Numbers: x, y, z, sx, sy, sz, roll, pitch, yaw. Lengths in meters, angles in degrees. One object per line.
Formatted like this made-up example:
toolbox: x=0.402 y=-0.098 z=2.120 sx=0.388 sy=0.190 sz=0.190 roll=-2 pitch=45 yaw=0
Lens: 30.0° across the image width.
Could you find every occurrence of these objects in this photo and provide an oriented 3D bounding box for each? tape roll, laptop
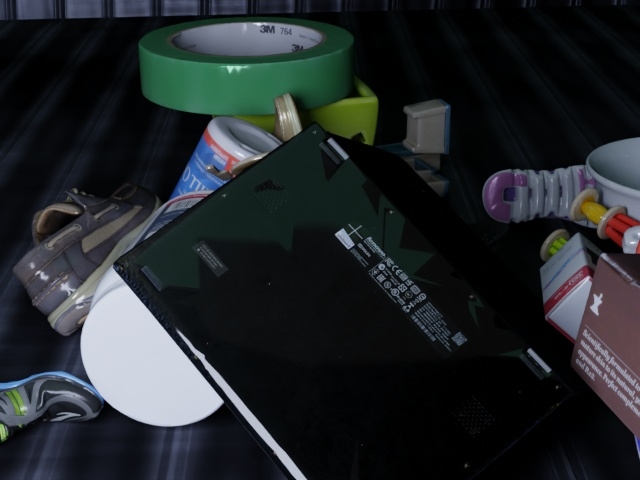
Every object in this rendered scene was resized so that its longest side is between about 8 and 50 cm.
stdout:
tape roll: x=-0.109 y=-0.266 z=1.786 sx=0.321 sy=0.077 sz=0.321 roll=0 pitch=23 yaw=0
laptop: x=0.068 y=0.089 z=1.263 sx=0.408 sy=0.236 sz=0.382 roll=-36 pitch=71 yaw=-18

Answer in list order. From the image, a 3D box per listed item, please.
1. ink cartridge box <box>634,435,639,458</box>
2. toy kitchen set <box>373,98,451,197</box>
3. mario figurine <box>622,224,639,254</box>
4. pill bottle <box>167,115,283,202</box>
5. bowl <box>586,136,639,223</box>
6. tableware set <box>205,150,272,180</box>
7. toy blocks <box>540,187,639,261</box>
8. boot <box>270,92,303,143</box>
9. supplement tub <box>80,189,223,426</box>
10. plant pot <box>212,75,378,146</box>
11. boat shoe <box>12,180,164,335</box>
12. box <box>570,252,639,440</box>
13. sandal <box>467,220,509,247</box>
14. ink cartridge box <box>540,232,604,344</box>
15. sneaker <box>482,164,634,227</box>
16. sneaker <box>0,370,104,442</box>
ink cartridge box: x=0.435 y=0.173 z=1.275 sx=0.208 sy=0.045 sz=0.206 roll=1 pitch=22 yaw=6
toy kitchen set: x=0.166 y=-0.169 z=1.967 sx=0.122 sy=0.166 sz=0.207 roll=-8 pitch=23 yaw=-18
mario figurine: x=0.484 y=0.056 z=1.430 sx=0.320 sy=0.170 sz=0.198 roll=11 pitch=-18 yaw=-37
pill bottle: x=-0.135 y=-0.040 z=1.561 sx=0.124 sy=0.221 sz=0.124 roll=25 pitch=21 yaw=-11
bowl: x=0.523 y=-0.043 z=1.691 sx=0.298 sy=0.134 sz=0.298 roll=0 pitch=21 yaw=0
tableware set: x=-0.045 y=-0.066 z=1.386 sx=0.128 sy=0.039 sz=0.194 roll=-14 pitch=-9 yaw=8
toy blocks: x=0.383 y=0.015 z=1.592 sx=0.148 sy=0.123 sz=0.054 roll=41 pitch=11 yaw=39
boot: x=-0.103 y=-0.099 z=1.645 sx=0.165 sy=0.213 sz=0.077 roll=-4 pitch=34 yaw=-5
supplement tub: x=-0.146 y=0.070 z=1.346 sx=0.191 sy=0.191 sz=0.272 roll=3 pitch=22 yaw=9
plant pot: x=-0.046 y=-0.144 z=1.857 sx=0.227 sy=0.207 sz=0.228 roll=-5 pitch=22 yaw=-13
boat shoe: x=-0.303 y=-0.013 z=1.574 sx=0.132 sy=0.130 sz=0.355 roll=-41 pitch=14 yaw=17
box: x=0.464 y=0.111 z=1.164 sx=0.381 sy=0.143 sz=0.191 roll=3 pitch=25 yaw=-20
sandal: x=0.201 y=0.026 z=1.666 sx=0.067 sy=0.040 sz=0.179 roll=12 pitch=39 yaw=41
ink cartridge box: x=0.325 y=0.076 z=1.382 sx=0.127 sy=0.072 sz=0.175 roll=40 pitch=18 yaw=-5
sneaker: x=0.362 y=-0.071 z=1.836 sx=0.236 sy=0.095 sz=0.104 roll=2 pitch=4 yaw=-1
sneaker: x=-0.323 y=0.184 z=1.256 sx=0.188 sy=0.067 sz=0.078 roll=-2 pitch=43 yaw=-8
